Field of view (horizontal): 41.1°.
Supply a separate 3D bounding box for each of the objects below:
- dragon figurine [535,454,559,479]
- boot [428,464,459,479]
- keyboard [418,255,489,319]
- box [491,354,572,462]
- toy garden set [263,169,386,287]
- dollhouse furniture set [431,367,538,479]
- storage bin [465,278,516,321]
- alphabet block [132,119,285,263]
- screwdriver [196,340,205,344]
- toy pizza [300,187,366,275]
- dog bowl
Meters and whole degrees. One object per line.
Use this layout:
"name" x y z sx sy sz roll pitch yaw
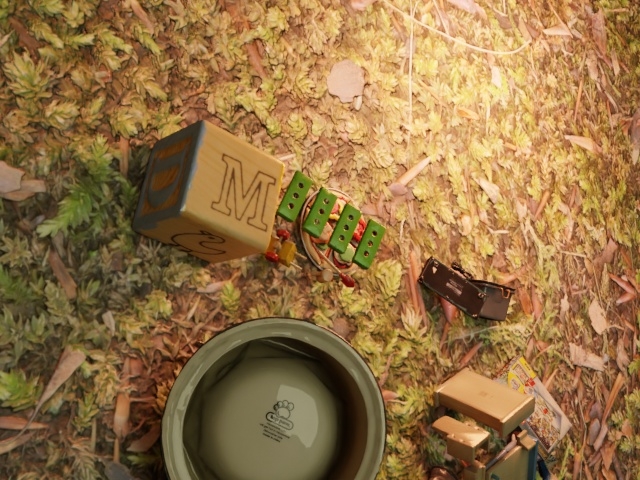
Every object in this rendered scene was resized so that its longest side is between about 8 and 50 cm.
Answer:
"dragon figurine" 0.550 0.662 2.192 0.085 0.144 0.289 46 74 -27
"boot" 0.298 0.707 1.950 0.222 0.118 0.338 -30 105 -46
"keyboard" 0.334 0.109 2.121 0.180 0.023 0.108 35 64 -6
"box" 0.537 0.436 2.216 0.159 0.044 0.233 -35 89 -39
"toy garden set" 0.000 0.000 1.839 0.244 0.049 0.204 33 66 -19
"dollhouse furniture set" 0.362 0.514 2.047 0.286 0.198 0.304 -25 121 -40
"storage bin" 0.436 0.157 2.199 0.135 0.098 0.091 15 82 -38
"alphabet block" -0.210 -0.086 1.613 0.197 0.192 0.194 25 67 -34
"screwdriver" -0.173 0.221 1.698 0.169 0.024 0.025 26 35 -28
"toy pizza" 0.037 -0.021 1.919 0.201 0.032 0.202 10 75 -40
"dog bowl" -0.092 0.343 1.565 0.407 0.150 0.408 1 85 -13
